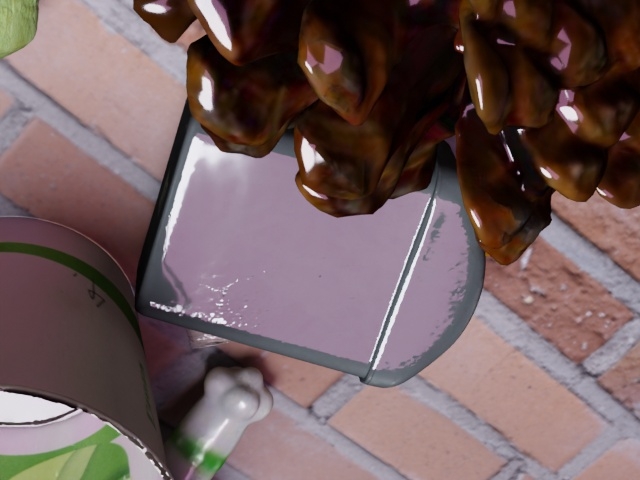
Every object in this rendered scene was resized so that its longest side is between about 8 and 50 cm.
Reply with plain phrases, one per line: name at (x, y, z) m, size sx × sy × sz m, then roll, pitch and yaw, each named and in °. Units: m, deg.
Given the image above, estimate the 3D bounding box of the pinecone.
pinecone at (0.060, -0.184, 0.801) m, size 0.397 × 0.398 × 0.398 m, roll -3°, pitch 123°, yaw -5°

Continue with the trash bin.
trash bin at (0.000, 0.000, 1.037) m, size 0.236 × 0.101 × 0.177 m, roll 14°, pitch 113°, yaw -11°

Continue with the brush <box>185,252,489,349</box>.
brush at (0.022, 0.017, 1.113) m, size 0.272 × 0.013 × 0.103 m, roll -12°, pitch 123°, yaw 0°

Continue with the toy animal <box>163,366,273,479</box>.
toy animal at (-0.156, 0.270, 1.152) m, size 0.363 × 0.181 × 0.180 m, roll -34°, pitch 110°, yaw 17°

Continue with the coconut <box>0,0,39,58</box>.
coconut at (-0.221, -0.153, 0.931) m, size 0.087 × 0.088 × 0.096 m, roll 10°, pitch 114°, yaw -13°

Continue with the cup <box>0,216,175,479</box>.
cup at (-0.221, 0.127, 1.000) m, size 0.253 × 0.274 × 0.253 m, roll -4°, pitch 121°, yaw -6°
